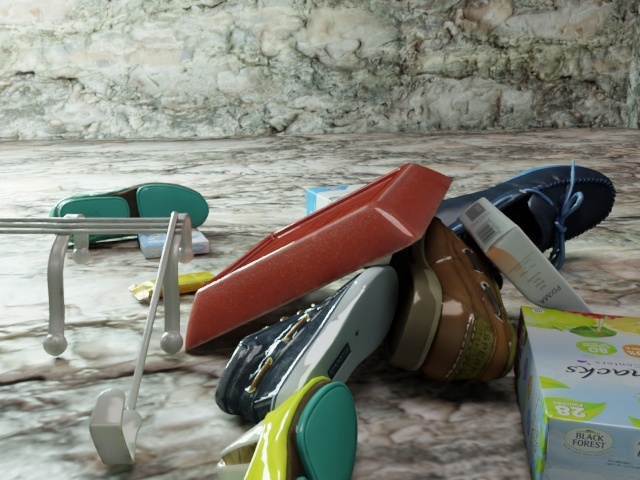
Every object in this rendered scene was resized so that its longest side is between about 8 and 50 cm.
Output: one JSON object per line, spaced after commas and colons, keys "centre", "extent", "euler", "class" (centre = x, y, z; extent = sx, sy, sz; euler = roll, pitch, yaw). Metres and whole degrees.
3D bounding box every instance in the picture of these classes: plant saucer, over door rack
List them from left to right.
{"centre": [-0.246, 0.079, 0.616], "extent": [0.239, 0.108, 0.324], "euler": [-1, 28, -1], "class": "over door rack"}
{"centre": [0.000, 0.000, 0.757], "extent": [0.259, 0.048, 0.258], "euler": [-27, 6, 22], "class": "plant saucer"}

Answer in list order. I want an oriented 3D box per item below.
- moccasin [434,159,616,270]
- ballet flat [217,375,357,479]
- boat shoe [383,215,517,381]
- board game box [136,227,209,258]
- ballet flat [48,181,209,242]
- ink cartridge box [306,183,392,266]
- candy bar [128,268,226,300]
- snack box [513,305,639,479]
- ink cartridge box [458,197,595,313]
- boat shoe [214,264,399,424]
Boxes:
{"centre": [0.264, -0.009, 0.968], "extent": [0.341, 0.138, 0.117], "euler": [-19, 25, -17], "class": "moccasin"}
{"centre": [-0.029, 0.146, 0.416], "extent": [0.077, 0.077, 0.231], "euler": [-13, 14, 12], "class": "ballet flat"}
{"centre": [0.123, 0.056, 0.730], "extent": [0.104, 0.111, 0.307], "euler": [18, 22, -1], "class": "boat shoe"}
{"centre": [-0.214, 0.002, 1.047], "extent": [0.090, 0.020, 0.090], "euler": [-5, 16, -20], "class": "board game box"}
{"centre": [-0.294, -0.042, 1.106], "extent": [0.247, 0.083, 0.087], "euler": [-7, -1, -37], "class": "ballet flat"}
{"centre": [0.077, -0.029, 1.065], "extent": [0.139, 0.082, 0.190], "euler": [-5, 17, -22], "class": "ink cartridge box"}
{"centre": [-0.145, 0.050, 0.870], "extent": [0.161, 0.018, 0.040], "euler": [-7, 20, -30], "class": "candy bar"}
{"centre": [0.239, 0.119, 0.533], "extent": [0.174, 0.070, 0.207], "euler": [4, 16, 9], "class": "snack box"}
{"centre": [0.221, 0.044, 0.740], "extent": [0.045, 0.179, 0.145], "euler": [-39, 11, 9], "class": "ink cartridge box"}
{"centre": [-0.008, 0.077, 0.596], "extent": [0.083, 0.065, 0.183], "euler": [9, 39, 34], "class": "boat shoe"}
